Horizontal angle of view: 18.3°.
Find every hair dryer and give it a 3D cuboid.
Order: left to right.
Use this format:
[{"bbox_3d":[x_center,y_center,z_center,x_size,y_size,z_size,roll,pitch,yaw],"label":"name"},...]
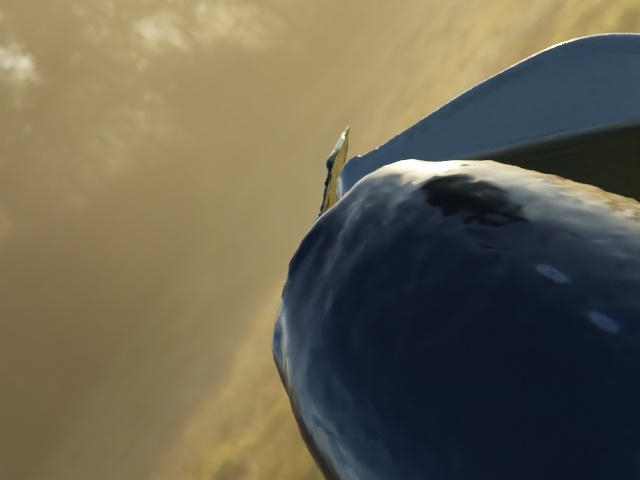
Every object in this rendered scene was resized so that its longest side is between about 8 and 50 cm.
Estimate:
[{"bbox_3d":[0.185,0.063,0.489,0.359,0.303,0.120,-15,-50,-52],"label":"hair dryer"}]

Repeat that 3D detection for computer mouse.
[{"bbox_3d":[0.117,-0.049,1.072,0.230,0.128,0.079,-15,57,6],"label":"computer mouse"}]

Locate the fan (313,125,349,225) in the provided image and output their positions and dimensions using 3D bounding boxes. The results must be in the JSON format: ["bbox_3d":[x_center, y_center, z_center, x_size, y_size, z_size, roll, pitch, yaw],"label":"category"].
[{"bbox_3d":[0.000,0.000,1.489,0.240,0.009,0.131,-75,-8,-52],"label":"fan"}]
